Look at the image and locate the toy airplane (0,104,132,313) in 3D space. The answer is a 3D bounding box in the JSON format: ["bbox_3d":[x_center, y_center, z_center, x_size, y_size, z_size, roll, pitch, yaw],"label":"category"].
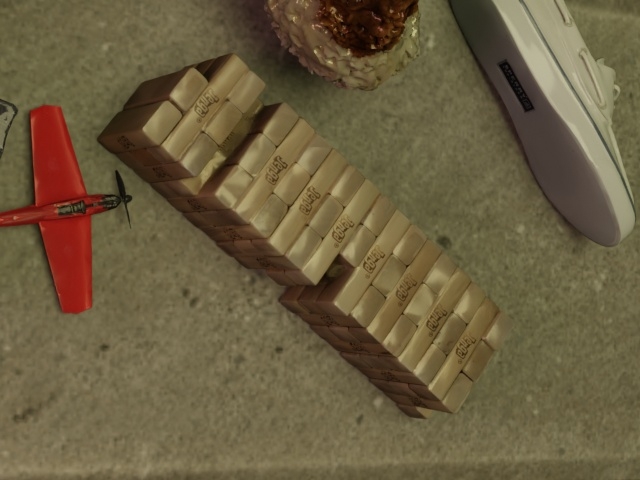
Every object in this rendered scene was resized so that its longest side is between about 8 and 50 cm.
[{"bbox_3d":[-0.200,-0.020,1.009,0.151,0.028,0.151,0,90,-28],"label":"toy airplane"}]

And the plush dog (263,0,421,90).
[{"bbox_3d":[-0.001,-0.213,1.036,0.211,0.262,0.225,-23,90,7],"label":"plush dog"}]

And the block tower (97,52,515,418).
[{"bbox_3d":[0.000,0.000,1.078,0.335,0.097,0.091,43,71,-22],"label":"block tower"}]

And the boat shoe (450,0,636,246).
[{"bbox_3d":[0.203,-0.120,1.189,0.084,0.095,0.258,-33,105,-20],"label":"boat shoe"}]

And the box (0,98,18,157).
[{"bbox_3d":[-0.335,-0.057,0.862,0.247,0.163,0.142,23,80,-26],"label":"box"}]
